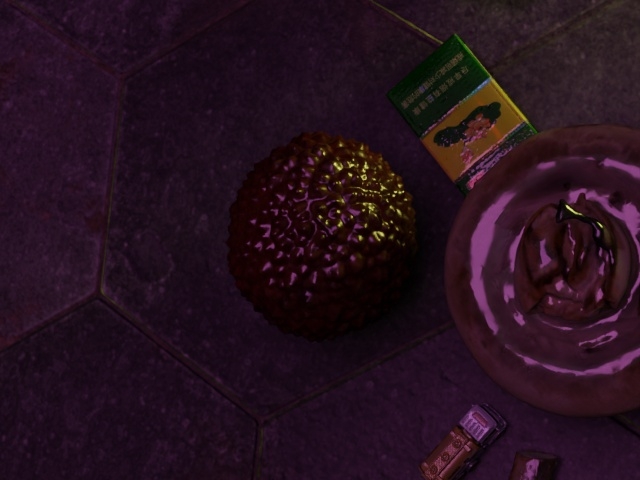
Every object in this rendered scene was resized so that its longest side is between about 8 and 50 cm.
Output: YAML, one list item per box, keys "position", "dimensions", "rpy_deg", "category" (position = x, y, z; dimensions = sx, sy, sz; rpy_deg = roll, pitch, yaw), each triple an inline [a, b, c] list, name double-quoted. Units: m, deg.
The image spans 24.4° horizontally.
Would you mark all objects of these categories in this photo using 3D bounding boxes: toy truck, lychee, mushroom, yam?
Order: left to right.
- position: [0.000, 0.000, 1.949]
  dimensions: [0.264, 0.300, 0.264]
  rpy_deg: [7, 51, -8]
  category: "lychee"
- position: [0.184, 0.269, 1.927]
  dimensions: [0.052, 0.063, 0.123]
  rpy_deg: [44, 100, 23]
  category: "toy truck"
- position: [0.244, 0.390, 1.885]
  dimensions: [0.061, 0.061, 0.253]
  rpy_deg: [13, 86, 24]
  category: "yam"
- position: [0.316, 0.033, 1.781]
  dimensions: [0.362, 0.294, 0.362]
  rpy_deg: [-3, 83, 22]
  category: "mushroom"

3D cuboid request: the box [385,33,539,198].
- position: [0.205, -0.152, 1.999]
  dimensions: [0.132, 0.034, 0.235]
  rpy_deg: [-41, 69, 12]
  category: "box"
